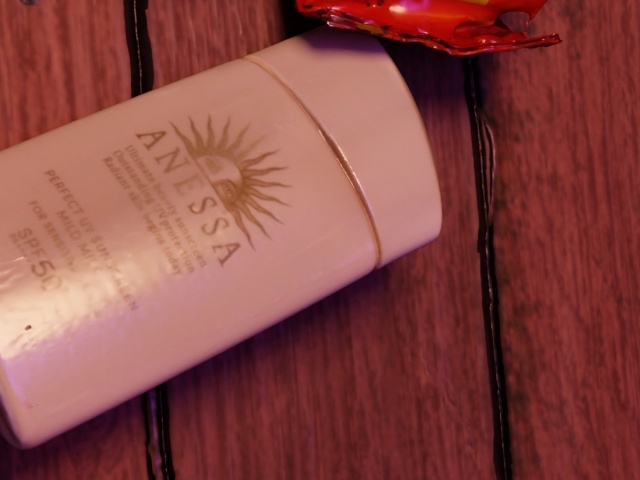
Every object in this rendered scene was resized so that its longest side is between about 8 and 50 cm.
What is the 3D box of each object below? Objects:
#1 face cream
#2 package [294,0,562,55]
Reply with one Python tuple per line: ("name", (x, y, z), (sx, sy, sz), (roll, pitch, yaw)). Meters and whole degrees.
("face cream", (-0.075, -0.017, 0.933), (0.348, 0.081, 0.173), (-25, 74, -28))
("package", (0.083, -0.327, 1.040), (0.196, 0.123, 0.424), (9, 82, -26))
